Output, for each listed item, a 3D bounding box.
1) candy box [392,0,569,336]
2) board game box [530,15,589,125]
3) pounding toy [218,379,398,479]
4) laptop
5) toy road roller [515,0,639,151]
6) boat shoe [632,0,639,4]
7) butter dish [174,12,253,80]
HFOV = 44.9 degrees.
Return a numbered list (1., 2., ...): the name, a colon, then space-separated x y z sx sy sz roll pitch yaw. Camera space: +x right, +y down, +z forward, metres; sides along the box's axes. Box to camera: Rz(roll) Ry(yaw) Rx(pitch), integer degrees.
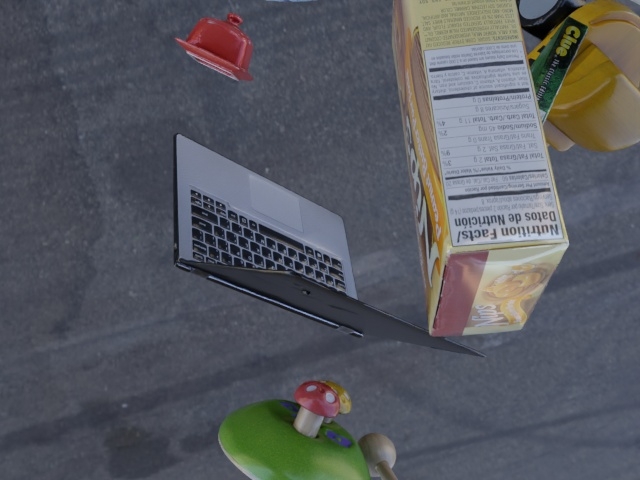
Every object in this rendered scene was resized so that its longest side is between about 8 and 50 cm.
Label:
1. candy box: 0.117 -0.099 0.646 0.087 0.317 0.183 -6 155 2
2. board game box: 0.210 -0.124 0.863 0.030 0.136 0.260 30 164 3
3. pounding toy: 0.014 0.214 0.865 0.236 0.183 0.110 24 95 -19
4. laptop: 0.000 0.000 1.172 0.382 0.408 0.236 26 131 -37
5. toy road roller: 0.335 -0.204 1.139 0.202 0.241 0.329 27 118 -37
6. boat shoe: 0.308 -0.289 0.739 0.095 0.254 0.079 33 123 4
7. butter dish: -0.198 -0.410 1.593 0.160 0.160 0.118 26 95 1
